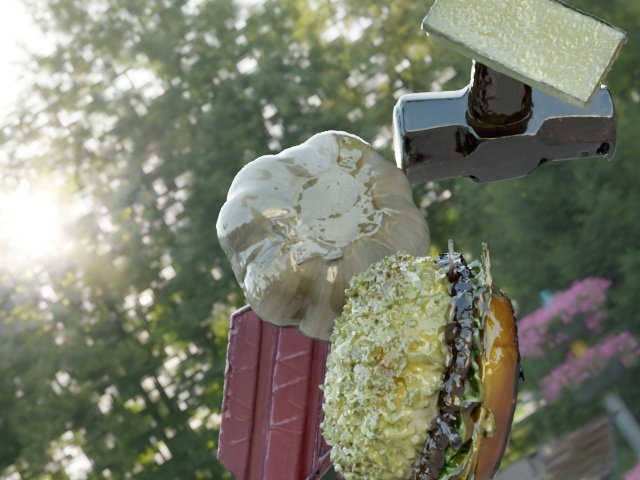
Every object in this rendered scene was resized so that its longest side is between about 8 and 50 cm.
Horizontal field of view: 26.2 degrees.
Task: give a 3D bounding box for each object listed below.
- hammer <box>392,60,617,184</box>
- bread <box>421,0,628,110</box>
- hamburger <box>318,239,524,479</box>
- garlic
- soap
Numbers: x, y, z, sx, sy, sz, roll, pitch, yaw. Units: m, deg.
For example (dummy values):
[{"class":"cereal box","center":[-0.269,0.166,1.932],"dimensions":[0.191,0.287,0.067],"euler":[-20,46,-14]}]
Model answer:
[{"class":"hammer","center":[0.188,-0.202,1.398],"dimensions":[0.242,0.095,0.409],"euler":[-6,-32,3]},{"class":"bread","center":[0.157,-0.161,1.065],"dimensions":[0.068,0.153,0.028],"euler":[-60,-19,-8]},{"class":"hamburger","center":[0.078,0.119,1.163],"dimensions":[0.138,0.243,0.262],"euler":[11,-24,-11]},{"class":"garlic","center":[0.004,0.002,1.416],"dimensions":[0.228,0.228,0.152],"euler":[-27,-12,-28]},{"class":"soap","center":[-0.034,0.196,1.638],"dimensions":[0.162,0.250,0.099],"euler":[9,10,11]}]
